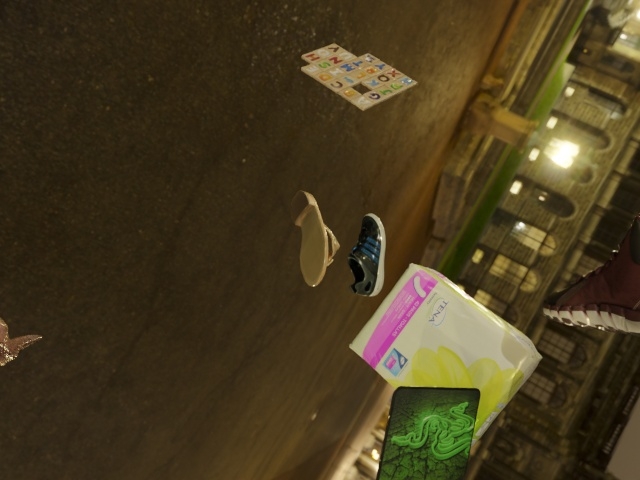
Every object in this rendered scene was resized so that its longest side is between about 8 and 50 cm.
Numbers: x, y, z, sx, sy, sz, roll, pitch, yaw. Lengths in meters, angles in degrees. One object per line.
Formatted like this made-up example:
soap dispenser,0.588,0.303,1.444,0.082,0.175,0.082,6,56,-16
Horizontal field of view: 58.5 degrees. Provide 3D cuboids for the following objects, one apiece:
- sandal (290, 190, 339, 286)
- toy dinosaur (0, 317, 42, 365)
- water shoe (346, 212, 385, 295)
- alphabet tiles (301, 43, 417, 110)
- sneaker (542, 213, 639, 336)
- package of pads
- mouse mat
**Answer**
sandal,0.004,-0.004,1.159,0.079,0.240,0.088,18,129,-33
toy dinosaur,-0.395,0.077,0.583,0.296,0.200,0.127,44,39,-45
water shoe,0.105,0.029,1.351,0.073,0.080,0.203,-29,-121,58
alphabet tiles,0.078,-0.395,1.342,0.198,0.237,0.009,-33,151,-35
sneaker,0.414,0.045,0.779,0.281,0.107,0.162,171,-74,-77
package of pads,0.235,0.207,1.089,0.229,0.296,0.101,-55,152,9
mouse mat,0.165,0.292,0.849,0.190,0.007,0.152,11,89,-35
